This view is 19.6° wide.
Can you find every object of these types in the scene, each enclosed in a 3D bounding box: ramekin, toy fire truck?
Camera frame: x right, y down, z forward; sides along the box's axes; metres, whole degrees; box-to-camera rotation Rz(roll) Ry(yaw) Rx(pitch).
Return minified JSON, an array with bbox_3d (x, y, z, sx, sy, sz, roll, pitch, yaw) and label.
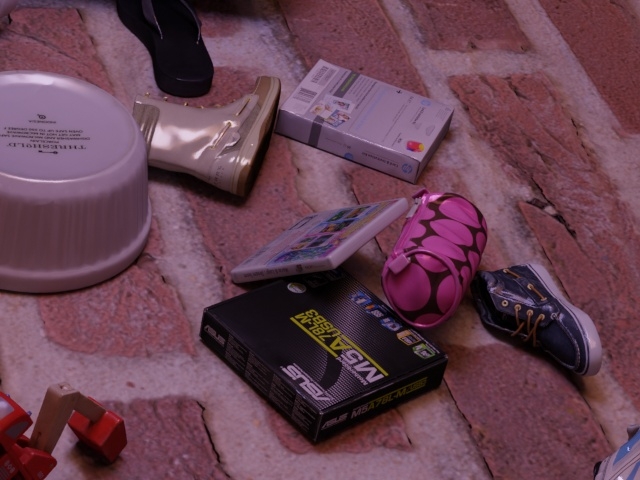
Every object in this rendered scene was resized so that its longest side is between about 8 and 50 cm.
[{"bbox_3d":[-0.309,-0.075,2.000,0.273,0.127,0.273,9,36,-6],"label":"ramekin"},{"bbox_3d":[-0.251,0.174,1.673,0.047,0.192,0.135,32,68,26],"label":"toy fire truck"}]

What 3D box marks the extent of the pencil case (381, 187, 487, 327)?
[{"bbox_3d":[0.121,0.015,2.013,0.098,0.095,0.209,57,19,-11],"label":"pencil case"}]

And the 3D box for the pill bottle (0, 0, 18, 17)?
[{"bbox_3d":[-0.470,-0.281,2.232,0.121,0.121,0.221,29,39,21],"label":"pill bottle"}]

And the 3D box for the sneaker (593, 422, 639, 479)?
[{"bbox_3d":[0.288,0.258,1.791,0.086,0.085,0.237,4,31,34],"label":"sneaker"}]

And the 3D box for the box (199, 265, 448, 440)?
[{"bbox_3d":[0.004,0.110,1.919,0.184,0.045,0.191,-17,45,-40],"label":"box"}]

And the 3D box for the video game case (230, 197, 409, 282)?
[{"bbox_3d":[0.000,0.000,2.021,0.143,0.019,0.157,-9,19,39],"label":"video game case"}]

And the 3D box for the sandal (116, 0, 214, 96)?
[{"bbox_3d":[-0.190,-0.275,2.369,0.097,0.054,0.254,-5,40,-24],"label":"sandal"}]

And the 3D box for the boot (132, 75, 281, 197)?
[{"bbox_3d":[-0.139,-0.142,2.189,0.165,0.077,0.213,13,39,3],"label":"boot"}]

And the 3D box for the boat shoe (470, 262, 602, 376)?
[{"bbox_3d":[0.230,0.090,2.007,0.083,0.065,0.183,-5,33,-22],"label":"boat shoe"}]

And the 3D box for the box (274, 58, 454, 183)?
[{"bbox_3d":[0.056,-0.150,2.292,0.186,0.038,0.145,20,37,11],"label":"box"}]
